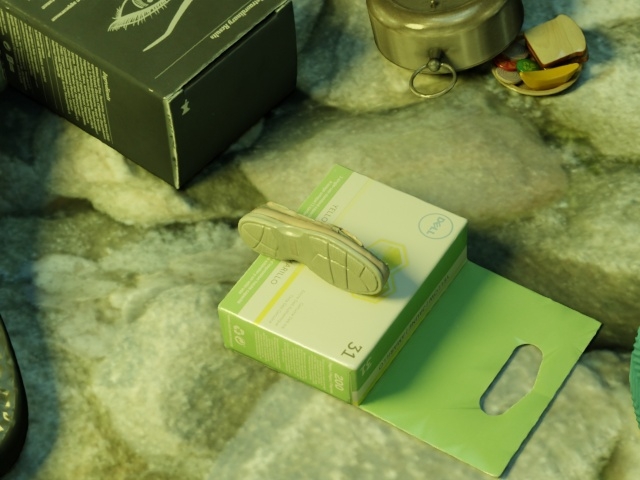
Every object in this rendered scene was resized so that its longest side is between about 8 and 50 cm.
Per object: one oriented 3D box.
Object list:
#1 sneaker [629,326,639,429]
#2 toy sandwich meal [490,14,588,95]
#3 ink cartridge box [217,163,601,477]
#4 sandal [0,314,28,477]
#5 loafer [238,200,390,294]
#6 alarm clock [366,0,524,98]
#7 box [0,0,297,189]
[{"bbox_3d":[0.293,0.143,1.334,0.092,0.087,0.229,-18,58,-21],"label":"sneaker"},{"bbox_3d":[0.183,-0.155,1.619,0.085,0.029,0.086,-1,50,1],"label":"toy sandwich meal"},{"bbox_3d":[0.067,0.054,1.433,0.235,0.056,0.171,23,54,23],"label":"ink cartridge box"},{"bbox_3d":[-0.322,-0.001,1.479,0.167,0.107,0.446,-9,62,-7],"label":"sandal"},{"bbox_3d":[0.000,0.000,1.420,0.125,0.045,0.039,21,47,26],"label":"loafer"},{"bbox_3d":[0.101,-0.188,1.619,0.129,0.064,0.192,-2,49,13],"label":"alarm clock"},{"bbox_3d":[-0.144,-0.163,1.589,0.207,0.108,0.153,33,58,26],"label":"box"}]
